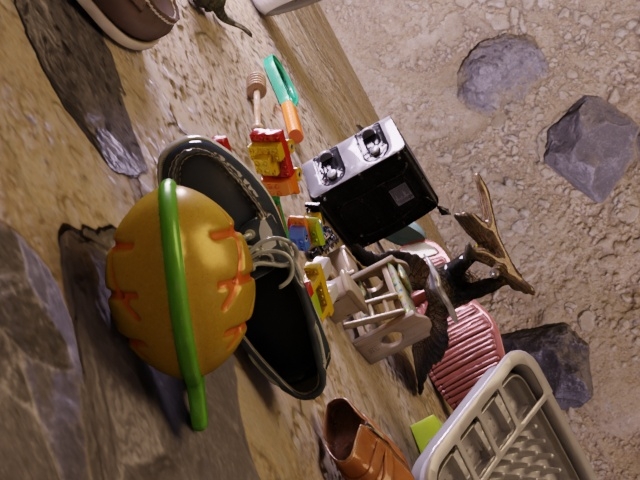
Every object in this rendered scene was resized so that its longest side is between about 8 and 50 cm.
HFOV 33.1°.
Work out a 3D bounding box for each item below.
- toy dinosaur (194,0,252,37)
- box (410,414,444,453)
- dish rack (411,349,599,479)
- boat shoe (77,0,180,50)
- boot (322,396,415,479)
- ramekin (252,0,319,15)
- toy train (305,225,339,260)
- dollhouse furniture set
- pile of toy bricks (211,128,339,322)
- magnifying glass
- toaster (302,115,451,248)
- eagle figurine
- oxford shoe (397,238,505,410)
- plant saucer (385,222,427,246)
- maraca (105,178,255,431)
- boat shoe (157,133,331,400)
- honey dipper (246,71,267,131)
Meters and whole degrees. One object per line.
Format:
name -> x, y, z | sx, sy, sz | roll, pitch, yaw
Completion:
toy dinosaur -> -0.162, -0.376, 1.568 | 0.268, 0.064, 0.118 | 15, 54, -79
box -> 0.185, 0.336, 1.466 | 0.109, 0.042, 0.178 | 47, 18, -50
dish rack -> 0.243, 0.340, 1.376 | 0.285, 0.072, 0.332 | -43, 108, -41
boat shoe -> -0.203, -0.280, 1.010 | 0.116, 0.097, 0.324 | 66, 11, 22
boot -> 0.064, 0.251, 1.032 | 0.152, 0.073, 0.197 | 56, 0, -35
ramekin -> -0.048, -0.509, 2.069 | 0.207, 0.207, 0.109 | -43, 114, -79
toy train -> 0.000, 0.000, 1.470 | 0.036, 0.027, 0.158 | 58, 10, -2
dollhouse furniture set -> 0.057, 0.038, 1.440 | 0.161, 0.101, 0.182 | 51, 15, -46
pile of toy bricks -> -0.062, 0.005, 1.024 | 0.105, 0.118, 0.212 | -59, 142, -46
magnifying glass -> -0.058, -0.235, 1.806 | 0.092, 0.026, 0.231 | 54, 11, -37
toaster -> 0.085, -0.086, 1.705 | 0.185, 0.168, 0.110 | 51, 15, -45
eagle figurine -> 0.172, 0.081, 1.608 | 0.225, 0.298, 0.226 | 34, 46, -24
oxford shoe -> 0.249, 0.176, 1.928 | 0.146, 0.141, 0.397 | 58, 11, -50
plant saucer -> 0.150, -0.021, 2.034 | 0.119, 0.119, 0.021 | 49, 59, -51
maraca -> -0.093, 0.046, 0.739 | 0.127, 0.099, 0.185 | -98, -176, -55
boat shoe -> -0.063, 0.028, 0.934 | 0.079, 0.095, 0.254 | -122, -171, -70
honey dipper -> -0.091, -0.191, 1.527 | 0.030, 0.030, 0.160 | 56, 17, -32
